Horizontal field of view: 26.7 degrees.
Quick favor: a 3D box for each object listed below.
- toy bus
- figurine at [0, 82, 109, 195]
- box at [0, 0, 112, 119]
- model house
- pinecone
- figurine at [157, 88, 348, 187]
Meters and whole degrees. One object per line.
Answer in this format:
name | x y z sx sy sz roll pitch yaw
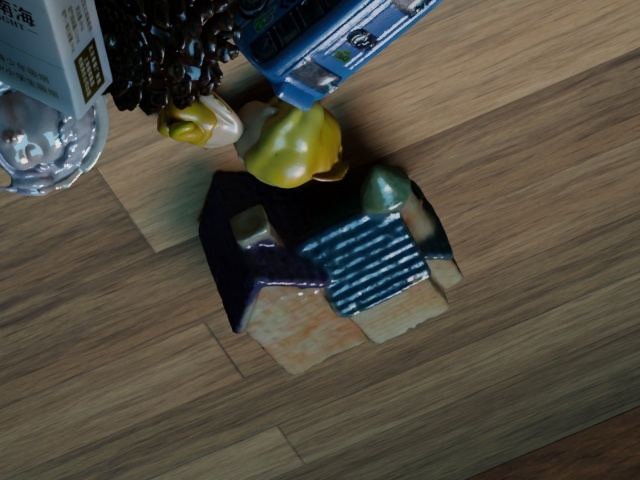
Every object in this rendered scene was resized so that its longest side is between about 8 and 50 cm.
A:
toy bus | 0.023 -0.265 1.511 0.246 0.134 0.113 -37 147 22
figurine | -0.340 -0.124 1.486 0.237 0.141 0.162 -13 109 -22
box | -0.297 -0.238 1.315 0.067 0.155 0.243 -57 164 -26
model house | 0.000 0.000 1.840 0.312 0.245 0.280 -27 143 11
pinecone | -0.165 -0.217 1.455 0.165 0.163 0.163 -16 153 -41
figurine | -0.079 -0.134 1.683 0.246 0.131 0.156 8 143 -20
